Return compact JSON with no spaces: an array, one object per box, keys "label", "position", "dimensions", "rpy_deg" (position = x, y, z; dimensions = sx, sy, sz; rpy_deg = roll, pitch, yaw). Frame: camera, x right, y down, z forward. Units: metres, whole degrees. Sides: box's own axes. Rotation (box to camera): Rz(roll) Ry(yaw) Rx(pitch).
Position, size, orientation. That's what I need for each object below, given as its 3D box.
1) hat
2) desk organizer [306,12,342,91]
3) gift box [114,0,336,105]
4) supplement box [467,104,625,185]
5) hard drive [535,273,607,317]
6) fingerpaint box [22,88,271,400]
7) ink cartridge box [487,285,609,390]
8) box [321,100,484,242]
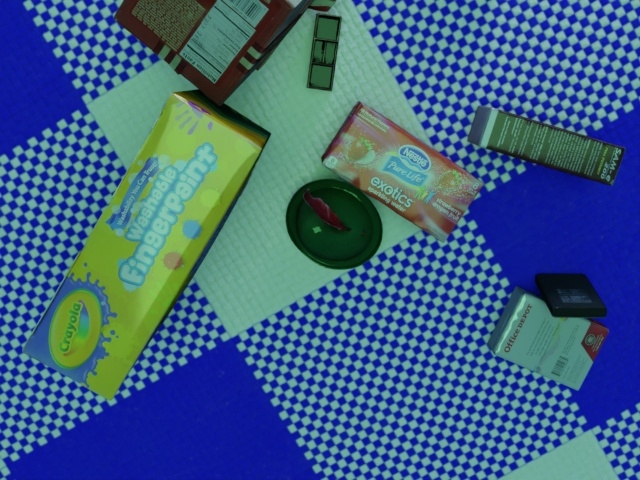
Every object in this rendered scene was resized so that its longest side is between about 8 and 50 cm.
[{"label":"hat","position":[0.000,0.000,1.553],"dimensions":[0.173,0.183,0.208],"rpy_deg":[-34,105,25]},{"label":"desk organizer","position":[0.007,-0.327,1.586],"dimensions":[0.047,0.050,0.130],"rpy_deg":[7,100,-2]},{"label":"gift box","position":[-0.125,-0.407,1.453],"dimensions":[0.255,0.258,0.276],"rpy_deg":[43,123,-10]},{"label":"supplement box","position":[0.387,-0.166,1.579],"dimensions":[0.240,0.130,0.073],"rpy_deg":[16,100,-2]},{"label":"hard drive","position":[0.445,0.096,1.624],"dimensions":[0.094,0.135,0.022],"rpy_deg":[0,114,-1]},{"label":"fingerpaint box","position":[-0.258,-0.014,1.478],"dimensions":[0.163,0.371,0.444],"rpy_deg":[31,98,-6]},{"label":"ink cartridge box","position":[0.414,0.177,1.669],"dimensions":[0.175,0.072,0.127],"rpy_deg":[24,99,-5]},{"label":"box","position":[0.138,-0.122,1.587],"dimensions":[0.257,0.122,0.128],"rpy_deg":[33,98,-6]}]
